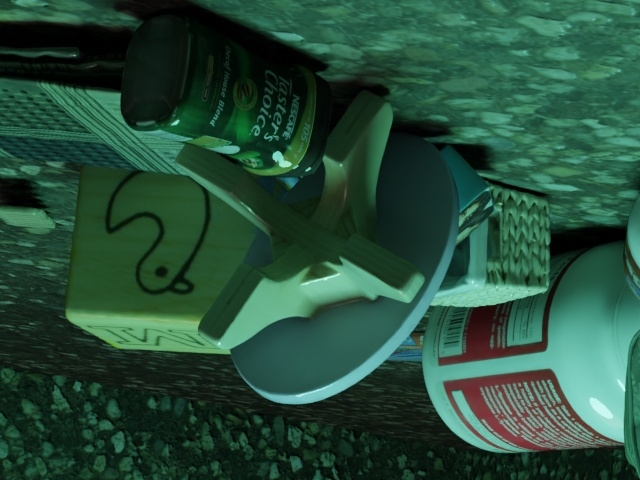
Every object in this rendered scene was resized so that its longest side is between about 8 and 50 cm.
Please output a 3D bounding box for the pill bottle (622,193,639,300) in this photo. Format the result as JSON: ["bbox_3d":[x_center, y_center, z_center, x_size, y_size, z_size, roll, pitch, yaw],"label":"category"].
[{"bbox_3d":[0.352,-0.001,1.733,0.121,0.121,0.216,4,167,9],"label":"pill bottle"}]

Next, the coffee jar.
[{"bbox_3d":[-0.070,-0.112,1.456,0.079,0.096,0.184,-1,167,40],"label":"coffee jar"}]

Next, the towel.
[{"bbox_3d":[-0.251,-0.125,1.623,0.312,0.056,0.324,6,171,12],"label":"towel"}]

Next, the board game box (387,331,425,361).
[{"bbox_3d":[0.074,0.166,2.878,0.281,0.027,0.145,1,169,20],"label":"board game box"}]

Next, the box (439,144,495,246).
[{"bbox_3d":[0.057,0.021,1.736,0.060,0.244,0.100,47,178,16],"label":"box"}]

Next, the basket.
[{"bbox_3d":[0.155,0.008,1.891,0.103,0.113,0.167,7,169,-28],"label":"basket"}]

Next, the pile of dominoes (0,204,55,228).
[{"bbox_3d":[-0.408,-0.049,2.109,0.196,0.040,0.251,6,176,-3],"label":"pile of dominoes"}]

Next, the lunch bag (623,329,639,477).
[{"bbox_3d":[0.447,0.184,1.768,0.305,0.256,0.212,1,158,-43],"label":"lunch bag"}]

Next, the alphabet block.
[{"bbox_3d":[-0.130,0.011,1.843,0.197,0.192,0.193,2,166,11],"label":"alphabet block"}]

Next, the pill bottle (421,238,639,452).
[{"bbox_3d":[0.309,0.122,2.072,0.229,0.229,0.407,11,167,-27],"label":"pill bottle"}]

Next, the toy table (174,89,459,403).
[{"bbox_3d":[0.000,0.000,1.597,0.252,0.274,0.161,18,166,23],"label":"toy table"}]
